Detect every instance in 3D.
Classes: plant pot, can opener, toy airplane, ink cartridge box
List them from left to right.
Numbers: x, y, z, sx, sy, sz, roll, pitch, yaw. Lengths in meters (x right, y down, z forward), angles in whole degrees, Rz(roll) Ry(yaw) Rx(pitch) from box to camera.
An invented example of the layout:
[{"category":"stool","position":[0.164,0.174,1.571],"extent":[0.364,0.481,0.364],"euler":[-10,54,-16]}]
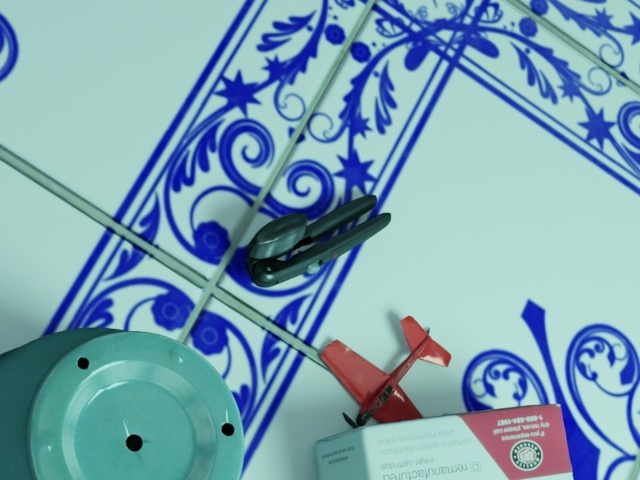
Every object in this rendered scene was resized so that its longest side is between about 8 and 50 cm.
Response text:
[{"category":"plant pot","position":[-0.189,0.191,1.441],"extent":[0.271,0.255,0.272],"euler":[7,71,-22]},{"category":"can opener","position":[0.000,0.000,1.696],"extent":[0.186,0.073,0.059],"euler":[-19,74,-36]},{"category":"toy airplane","position":[0.078,0.141,1.701],"extent":[0.151,0.028,0.151],"euler":[7,73,-23]},{"category":"ink cartridge box","position":[0.136,0.323,1.607],"extent":[0.226,0.131,0.306],"euler":[-5,77,-24]}]
